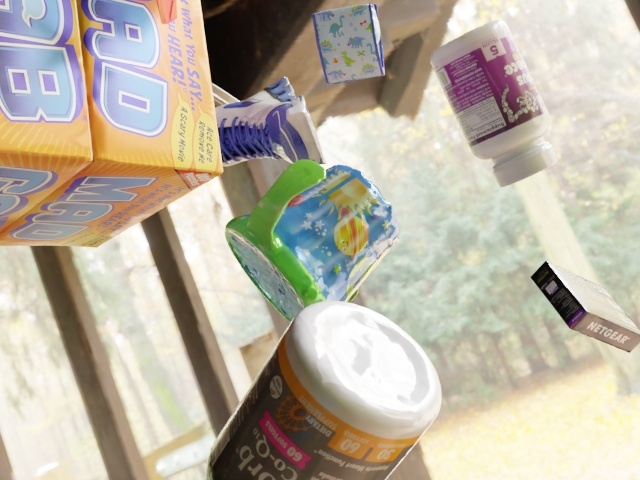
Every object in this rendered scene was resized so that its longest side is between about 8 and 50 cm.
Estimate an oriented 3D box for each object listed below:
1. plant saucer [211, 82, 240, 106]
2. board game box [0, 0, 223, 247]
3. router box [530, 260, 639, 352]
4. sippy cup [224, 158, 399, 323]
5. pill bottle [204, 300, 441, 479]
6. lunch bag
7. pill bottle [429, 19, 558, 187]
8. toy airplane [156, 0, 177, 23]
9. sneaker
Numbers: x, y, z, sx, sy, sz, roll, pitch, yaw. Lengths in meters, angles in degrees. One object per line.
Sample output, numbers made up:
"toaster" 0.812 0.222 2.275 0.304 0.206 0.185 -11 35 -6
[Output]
"plant saucer" -0.281 -0.359 2.037 0.041 0.278 0.278 -58 -14 4
"board game box" -0.390 -0.209 1.148 0.356 0.356 0.356 2 -17 -41
"router box" 0.457 0.114 1.513 0.179 0.133 0.046 22 -63 -35
"sippy cup" 0.000 0.000 1.444 0.224 0.240 0.305 -41 2 -15
"pill bottle" -0.016 0.206 0.870 0.162 0.162 0.278 -10 -42 -51
"lunch bag" 0.062 -0.407 1.835 0.129 0.151 0.096 -7 13 15
"pill bottle" 0.349 -0.265 1.745 0.169 0.301 0.169 -26 3 1
"toy airplane" -0.162 -0.322 0.993 0.028 0.151 0.151 6 0 20
"sneaker" -0.105 -0.177 1.515 0.182 0.127 0.315 -23 23 -3
